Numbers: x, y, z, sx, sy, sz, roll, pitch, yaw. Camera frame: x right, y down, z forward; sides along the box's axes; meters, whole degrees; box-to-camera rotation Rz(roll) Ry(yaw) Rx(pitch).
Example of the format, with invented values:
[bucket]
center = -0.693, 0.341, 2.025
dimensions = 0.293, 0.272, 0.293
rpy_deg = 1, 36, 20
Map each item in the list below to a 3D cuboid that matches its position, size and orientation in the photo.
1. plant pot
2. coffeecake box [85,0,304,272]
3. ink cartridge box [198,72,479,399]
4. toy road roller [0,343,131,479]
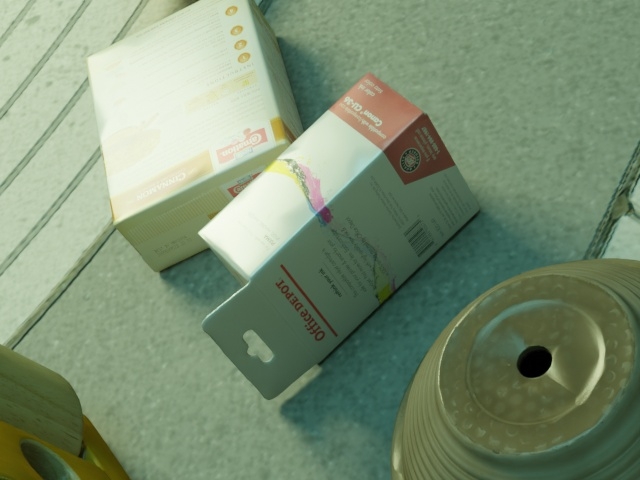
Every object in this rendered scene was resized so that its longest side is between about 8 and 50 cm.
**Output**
[plant pot]
center = 0.139, 0.095, 0.923
dimensions = 0.237, 0.110, 0.237
rpy_deg = -15, 50, 19
[coffeecake box]
center = -0.092, -0.089, 1.213
dimensions = 0.142, 0.068, 0.185
rpy_deg = -25, 48, 10
[ink cartridge box]
center = 0.000, 0.000, 1.064
dimensions = 0.198, 0.115, 0.067
rpy_deg = -43, 49, -7
[toy road roller]
center = -0.231, 0.223, 0.977
dimensions = 0.240, 0.202, 0.329
rpy_deg = -46, 48, 7
